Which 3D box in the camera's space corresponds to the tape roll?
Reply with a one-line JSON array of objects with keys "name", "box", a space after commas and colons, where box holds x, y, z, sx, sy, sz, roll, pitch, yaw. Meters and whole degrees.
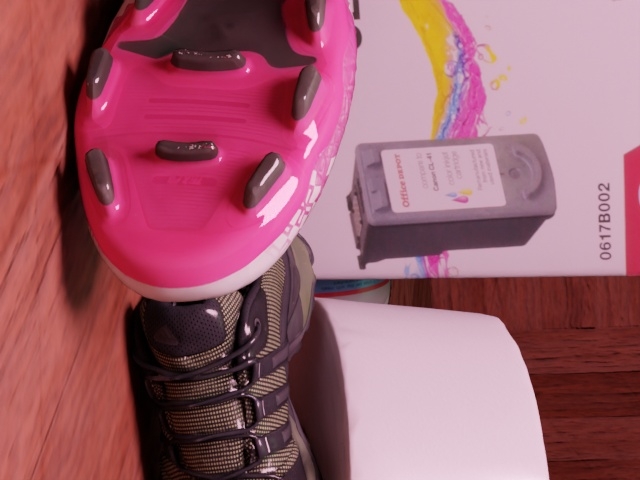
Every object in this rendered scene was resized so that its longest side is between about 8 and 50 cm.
[{"name": "tape roll", "box": [0.029, 0.175, 0.986, 0.286, 0.100, 0.286, -175, -90, -77]}]

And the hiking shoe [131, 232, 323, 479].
[{"name": "hiking shoe", "box": [-0.054, 0.075, 0.872, 0.114, 0.086, 0.226, 48, 34, -54]}]

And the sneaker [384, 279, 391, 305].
[{"name": "sneaker", "box": [0.010, 0.058, 1.307, 0.081, 0.080, 0.211, 31, 55, -85]}]

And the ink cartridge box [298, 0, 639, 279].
[{"name": "ink cartridge box", "box": [0.086, -0.099, 1.054, 0.131, 0.306, 0.226, -74, 160, -66]}]

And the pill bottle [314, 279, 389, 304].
[{"name": "pill bottle", "box": [0.000, 0.000, 1.216, 0.087, 0.087, 0.160, -60, 147, -77]}]

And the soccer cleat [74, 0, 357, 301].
[{"name": "soccer cleat", "box": [-0.035, -0.094, 0.850, 0.143, 0.116, 0.331, 77, 12, -55]}]
